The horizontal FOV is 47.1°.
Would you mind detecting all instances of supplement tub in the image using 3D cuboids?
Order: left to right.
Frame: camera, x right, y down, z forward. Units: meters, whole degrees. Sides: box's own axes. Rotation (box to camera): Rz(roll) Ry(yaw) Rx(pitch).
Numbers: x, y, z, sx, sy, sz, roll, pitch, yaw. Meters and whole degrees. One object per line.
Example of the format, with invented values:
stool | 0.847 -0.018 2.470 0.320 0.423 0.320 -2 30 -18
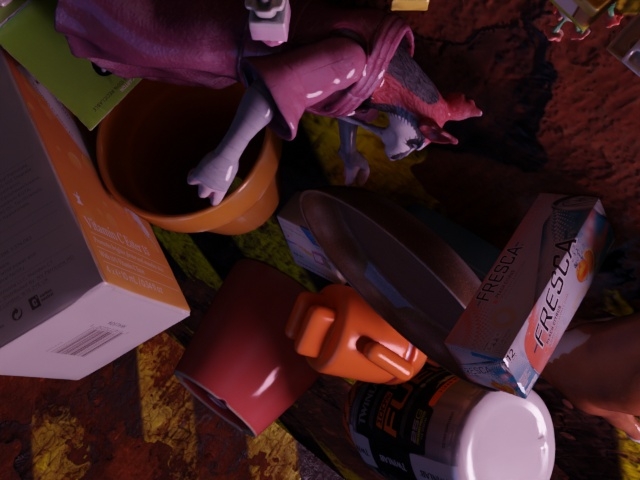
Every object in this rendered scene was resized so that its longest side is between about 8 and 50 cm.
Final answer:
supplement tub | 0.179 0.291 1.122 0.193 0.194 0.316 47 156 -20

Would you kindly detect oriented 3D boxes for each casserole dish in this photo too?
casserole dish | 0.159 0.029 0.853 0.188 0.037 0.114 32 158 13

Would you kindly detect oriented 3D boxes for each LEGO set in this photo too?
LEGO set | 0.098 -0.165 0.480 0.286 0.132 0.107 12 172 5

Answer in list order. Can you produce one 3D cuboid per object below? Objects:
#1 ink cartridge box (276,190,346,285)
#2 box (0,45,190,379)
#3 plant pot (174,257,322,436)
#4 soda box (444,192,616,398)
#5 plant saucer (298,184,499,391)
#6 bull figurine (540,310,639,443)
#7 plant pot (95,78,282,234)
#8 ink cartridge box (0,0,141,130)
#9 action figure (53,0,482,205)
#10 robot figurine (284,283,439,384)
ink cartridge box | 0.000 0.000 1.022 0.088 0.052 0.122 26 156 28
box | -0.320 -0.039 0.815 0.345 0.168 0.215 61 -176 17
plant pot | -0.122 0.210 1.370 0.274 0.243 0.275 32 157 16
soda box | 0.185 0.043 0.636 0.063 0.183 0.058 10 145 47
plant saucer | 0.100 0.045 0.832 0.310 0.050 0.311 42 167 12
bull figurine | 0.317 0.133 0.724 0.188 0.101 0.310 36 161 -4
plant pot | -0.131 -0.093 0.882 0.205 0.205 0.188 31 172 19
ink cartridge box | -0.247 -0.267 0.704 0.255 0.189 0.097 45 156 -20
action figure | -0.033 -0.178 0.638 0.370 0.276 0.248 18 -163 12
robot figurine | 0.063 0.135 1.032 0.219 0.128 0.158 15 158 -27
